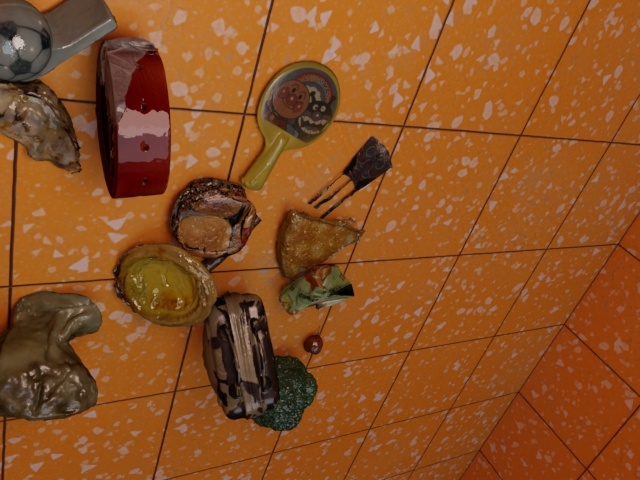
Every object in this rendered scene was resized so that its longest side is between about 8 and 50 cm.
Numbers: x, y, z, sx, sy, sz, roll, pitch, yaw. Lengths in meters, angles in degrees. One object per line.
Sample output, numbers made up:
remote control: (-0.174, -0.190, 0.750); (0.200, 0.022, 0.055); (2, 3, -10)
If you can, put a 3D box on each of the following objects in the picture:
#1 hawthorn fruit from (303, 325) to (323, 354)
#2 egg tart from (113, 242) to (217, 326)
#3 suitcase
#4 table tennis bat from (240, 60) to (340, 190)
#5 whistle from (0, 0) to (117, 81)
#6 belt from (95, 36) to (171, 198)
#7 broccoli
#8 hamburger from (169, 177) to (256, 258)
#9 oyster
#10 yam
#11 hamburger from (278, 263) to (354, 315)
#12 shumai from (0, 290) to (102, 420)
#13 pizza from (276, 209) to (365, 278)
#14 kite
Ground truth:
hawthorn fruit: (-0.018, 0.349, 2.176); (0.067, 0.067, 0.103); (27, 83, -45)
egg tart: (-0.400, 0.111, 1.629); (0.279, 0.095, 0.278); (5, 120, 9)
suitcase: (-0.230, 0.316, 1.731); (0.194, 0.339, 0.351); (-11, 89, -13)
table tennis bat: (-0.088, -0.282, 1.568); (0.224, 0.054, 0.368); (22, 108, -43)
whistle: (-0.529, -0.380, 1.111); (0.290, 0.163, 0.163); (-35, 138, -4)
belt: (-0.389, -0.249, 1.270); (0.115, 0.227, 0.323); (-8, 111, -29)
broccoli: (-0.141, 0.529, 2.139); (0.270, 0.269, 0.270); (-30, 167, -7)
hamburger: (-0.278, -0.057, 1.602); (0.231, 0.106, 0.230); (-16, 136, -16)
oyster: (-0.589, -0.242, 1.256); (0.166, 0.094, 0.294); (-13, 146, 1)
yam: (-0.289, 0.045, 1.730); (0.045, 0.045, 0.327); (43, 98, -16)
hamburger: (-0.007, 0.151, 1.928); (0.214, 0.125, 0.235); (-23, 175, 39)
shumai: (-0.700, 0.264, 1.510); (0.330, 0.292, 0.288); (13, 89, -41)
pizza: (0.000, 0.000, 1.863); (0.288, 0.075, 0.279); (-8, 135, -28)
kite: (0.087, -0.171, 1.808); (0.285, 0.015, 0.152); (-41, 138, 4)
